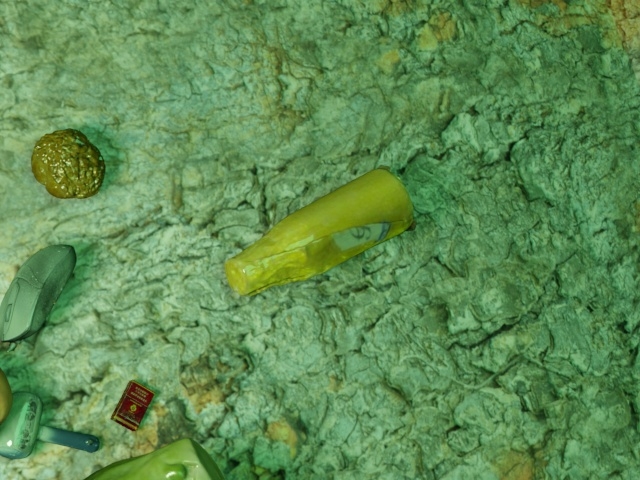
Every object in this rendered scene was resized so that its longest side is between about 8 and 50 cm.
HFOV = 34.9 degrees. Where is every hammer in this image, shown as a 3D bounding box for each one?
[{"bbox_3d":[-0.474,0.339,1.794,0.194,0.069,0.116,23,66,-34],"label":"hammer"}]

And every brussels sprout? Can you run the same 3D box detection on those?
[{"bbox_3d":[-0.295,0.505,1.713,0.281,0.289,0.354,43,85,-16],"label":"brussels sprout"}]

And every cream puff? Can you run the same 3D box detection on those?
[{"bbox_3d":[-0.465,-0.142,1.897,0.126,0.103,0.144,-43,107,-34],"label":"cream puff"}]

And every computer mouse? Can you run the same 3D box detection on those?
[{"bbox_3d":[-0.516,0.089,1.803,0.068,0.113,0.229,46,53,-32],"label":"computer mouse"}]

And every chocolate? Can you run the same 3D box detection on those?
[{"bbox_3d":[0.000,0.000,2.132,0.445,0.162,0.162,-29,93,-31],"label":"chocolate"}]

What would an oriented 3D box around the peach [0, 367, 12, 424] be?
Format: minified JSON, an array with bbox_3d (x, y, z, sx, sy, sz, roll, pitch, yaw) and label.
[{"bbox_3d":[-0.599,0.260,1.668,0.184,0.184,0.184,9,73,-30],"label":"peach"}]

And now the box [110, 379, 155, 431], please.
[{"bbox_3d":[-0.350,0.308,1.898,0.051,0.023,0.082,34,62,-19],"label":"box"}]
